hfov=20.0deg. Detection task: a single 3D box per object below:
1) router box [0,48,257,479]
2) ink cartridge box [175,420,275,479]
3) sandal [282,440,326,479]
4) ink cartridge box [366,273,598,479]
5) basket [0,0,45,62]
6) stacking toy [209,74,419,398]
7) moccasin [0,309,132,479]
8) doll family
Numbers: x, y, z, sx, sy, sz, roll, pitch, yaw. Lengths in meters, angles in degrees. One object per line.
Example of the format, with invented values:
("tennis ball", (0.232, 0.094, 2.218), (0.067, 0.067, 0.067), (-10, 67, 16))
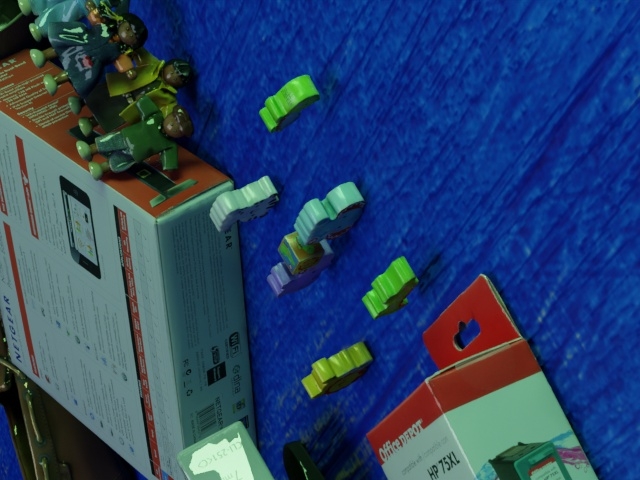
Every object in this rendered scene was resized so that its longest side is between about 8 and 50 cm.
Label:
("router box", (-0.188, 0.035, 1.621), (0.301, 0.082, 0.335), (34, 140, 38))
("ink cartridge box", (-0.021, 0.313, 1.485), (0.261, 0.066, 0.296), (60, 171, 22))
("sandal", (0.005, 0.245, 1.491), (0.179, 0.040, 0.067), (54, 153, 32))
("ink cartridge box", (0.107, 0.152, 1.138), (0.231, 0.078, 0.134), (63, 157, 13))
("basket", (-0.338, -0.193, 1.700), (0.154, 0.204, 0.227), (55, 165, 17))
("stacking toy", (0.000, 0.000, 1.286), (0.167, 0.052, 0.221), (60, 154, 16))
("moccasin", (-0.356, 0.165, 2.083), (0.380, 0.147, 0.139), (64, 157, 10))
("doll family", (-0.160, -0.146, 1.440), (0.193, 0.111, 0.076), (63, -167, -17))
